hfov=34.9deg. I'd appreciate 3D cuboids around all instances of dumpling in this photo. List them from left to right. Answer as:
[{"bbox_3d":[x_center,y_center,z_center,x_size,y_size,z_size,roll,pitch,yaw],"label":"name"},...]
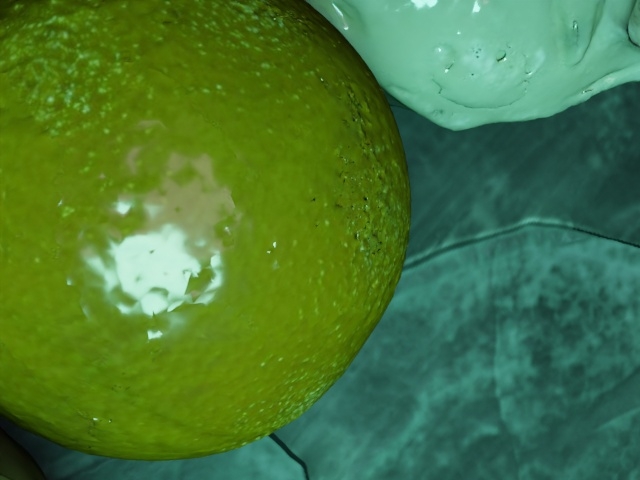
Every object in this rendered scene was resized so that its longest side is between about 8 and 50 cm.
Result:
[{"bbox_3d":[0.082,-0.198,0.661,0.318,0.187,0.243,10,51,-29],"label":"dumpling"}]

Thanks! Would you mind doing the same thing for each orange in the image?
[{"bbox_3d":[-0.083,-0.018,0.533,0.274,0.274,0.274,-2,95,-21],"label":"orange"}]

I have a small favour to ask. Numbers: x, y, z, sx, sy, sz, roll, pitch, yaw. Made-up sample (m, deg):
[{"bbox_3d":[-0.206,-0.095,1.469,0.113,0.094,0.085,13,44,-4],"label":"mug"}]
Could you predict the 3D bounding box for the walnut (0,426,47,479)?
[{"bbox_3d":[-0.232,0.232,0.449,0.381,0.381,0.381,-2,95,-21],"label":"walnut"}]
